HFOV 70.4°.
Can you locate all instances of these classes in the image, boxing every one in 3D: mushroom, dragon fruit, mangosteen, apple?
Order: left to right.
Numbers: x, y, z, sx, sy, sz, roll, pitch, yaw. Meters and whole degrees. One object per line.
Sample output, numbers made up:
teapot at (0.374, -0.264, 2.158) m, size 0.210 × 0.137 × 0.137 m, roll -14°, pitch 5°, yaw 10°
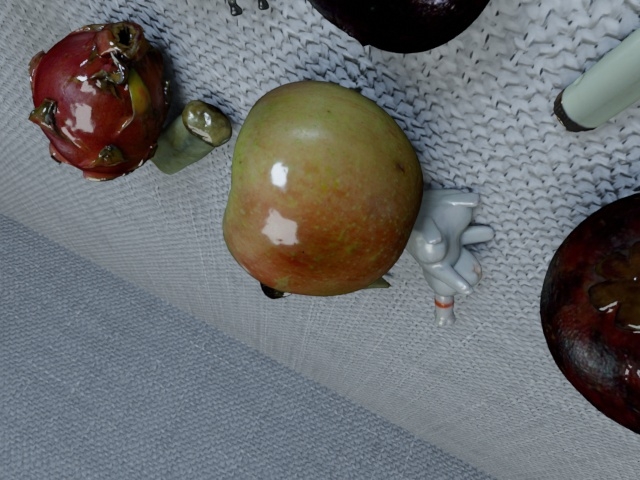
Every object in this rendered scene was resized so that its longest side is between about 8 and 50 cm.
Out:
dragon fruit at (-0.393, -0.244, 0.820) m, size 0.250 × 0.250 × 0.315 m, roll 39°, pitch 158°, yaw -13°
mushroom at (-0.282, -0.210, 0.946) m, size 0.100 × 0.081 × 0.312 m, roll 49°, pitch 150°, yaw -23°
apple at (0.005, -0.067, 0.681) m, size 0.277 × 0.319 × 0.319 m, roll 14°, pitch 151°, yaw -9°
mangosteen at (0.086, -0.297, 0.399) m, size 0.211 × 0.211 × 0.250 m, roll 33°, pitch 119°, yaw -4°
mangosteen at (0.453, 0.099, 0.556) m, size 0.359 × 0.306 × 0.306 m, roll 24°, pitch 156°, yaw -32°

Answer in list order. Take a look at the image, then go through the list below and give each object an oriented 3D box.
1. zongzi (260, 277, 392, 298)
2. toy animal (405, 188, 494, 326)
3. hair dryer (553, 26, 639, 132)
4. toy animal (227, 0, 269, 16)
zongzi at (0.000, 0.000, 0.979) m, size 0.317 × 0.154 × 0.289 m, roll 3°, pitch 140°, yaw 8°
toy animal at (0.234, 0.036, 0.802) m, size 0.138 × 0.140 × 0.282 m, roll 7°, pitch 140°, yaw 49°
hair dryer at (0.339, -0.194, 0.401) m, size 0.203 × 0.128 × 0.362 m, roll 32°, pitch 157°, yaw -2°
toy animal at (-0.116, -0.380, 0.556) m, size 0.217 × 0.073 × 0.176 m, roll 29°, pitch 144°, yaw 12°
